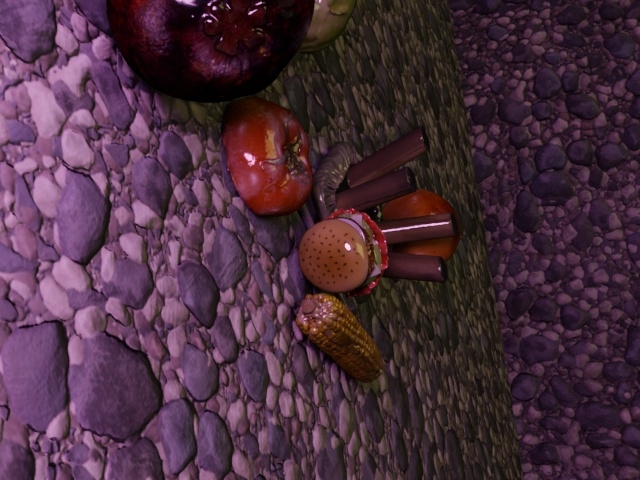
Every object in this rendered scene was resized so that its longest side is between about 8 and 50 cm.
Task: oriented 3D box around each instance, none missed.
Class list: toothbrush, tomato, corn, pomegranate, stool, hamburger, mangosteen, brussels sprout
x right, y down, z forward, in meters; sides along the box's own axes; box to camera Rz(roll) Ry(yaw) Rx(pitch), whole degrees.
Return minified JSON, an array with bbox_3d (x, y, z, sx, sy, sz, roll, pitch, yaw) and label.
[{"bbox_3d":[0.000,0.000,1.784,0.024,0.029,0.354,-92,160,-64],"label":"toothbrush"},{"bbox_3d":[-0.079,-0.149,1.588,0.237,0.095,0.237,-13,90,-69],"label":"tomato"},{"bbox_3d":[0.044,0.189,1.696,0.320,0.097,0.097,51,32,-51],"label":"corn"},{"bbox_3d":[0.247,-0.021,2.193,0.209,0.209,0.209,-14,90,-69],"label":"pomegranate"},{"bbox_3d":[0.146,-0.062,1.929,0.310,0.226,0.310,-65,138,-59],"label":"stool"},{"bbox_3d":[0.037,0.025,1.683,0.137,0.175,0.175,-7,83,-63],"label":"hamburger"},{"bbox_3d":[-0.158,-0.340,1.259,0.293,0.297,0.297,23,-43,67],"label":"mangosteen"},{"bbox_3d":[-0.028,-0.486,1.776,0.244,0.244,0.244,-14,90,-69],"label":"brussels sprout"}]

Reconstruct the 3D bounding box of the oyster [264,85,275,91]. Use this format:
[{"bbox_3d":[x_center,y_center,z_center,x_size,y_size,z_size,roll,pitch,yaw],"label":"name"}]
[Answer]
[{"bbox_3d":[-0.138,-0.334,1.610,0.209,0.072,0.133,63,7,-86],"label":"oyster"}]
